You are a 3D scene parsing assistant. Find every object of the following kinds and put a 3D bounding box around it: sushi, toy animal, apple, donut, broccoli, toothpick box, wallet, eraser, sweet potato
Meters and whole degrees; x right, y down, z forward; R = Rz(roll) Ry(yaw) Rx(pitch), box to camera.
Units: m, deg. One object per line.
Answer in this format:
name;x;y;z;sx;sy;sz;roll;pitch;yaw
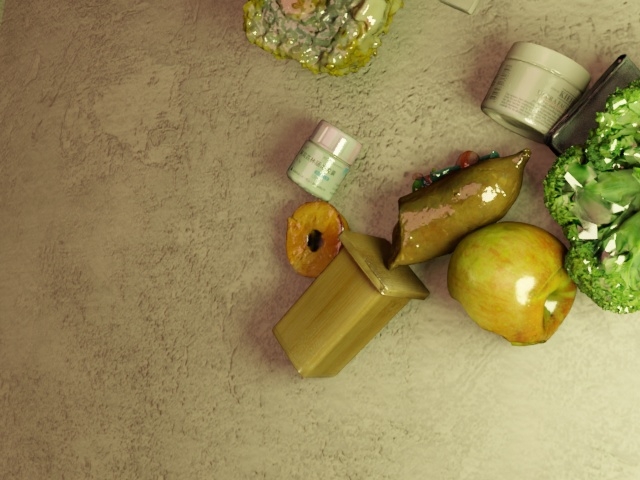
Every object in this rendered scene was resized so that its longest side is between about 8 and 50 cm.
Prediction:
sushi;0.031;-0.600;1.680;0.351;0.240;0.397;30;109;15
toy animal;0.297;-0.142;1.531;0.208;0.103;0.100;-13;82;27
apple;0.365;0.083;1.356;0.226;0.246;0.246;29;96;42
donut;-0.001;0.000;1.711;0.174;0.074;0.190;-13;77;29
broccoli;0.586;-0.064;1.214;0.310;0.321;0.414;23;94;64
toothpick box;0.055;0.155;1.582;0.308;0.190;0.187;-50;58;20
wallet;0.558;-0.226;1.354;0.222;0.167;0.036;-50;20;12
eraser;0.356;-0.619;1.647;0.104;0.023;0.150;38;101;33
sweet potato;0.286;-0.064;1.453;0.369;0.158;0.158;-26;66;21

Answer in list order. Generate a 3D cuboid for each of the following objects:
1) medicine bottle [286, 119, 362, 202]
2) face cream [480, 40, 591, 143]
medicine bottle;0.010;-0.196;1.712;0.135;0.135;0.168;37;97;33
face cream;0.438;-0.299;1.428;0.177;0.177;0.153;31;99;34
